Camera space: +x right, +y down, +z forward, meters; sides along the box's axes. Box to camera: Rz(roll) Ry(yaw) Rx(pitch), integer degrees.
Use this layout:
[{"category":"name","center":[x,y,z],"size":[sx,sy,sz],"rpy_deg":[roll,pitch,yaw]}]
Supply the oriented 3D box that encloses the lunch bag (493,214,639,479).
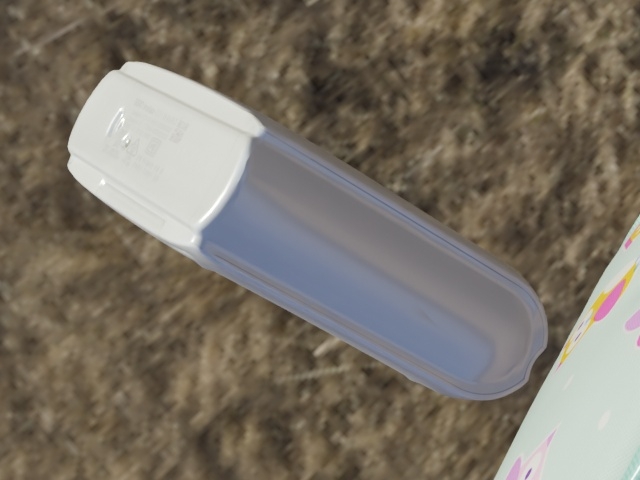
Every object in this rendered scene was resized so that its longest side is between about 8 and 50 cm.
[{"category":"lunch bag","center":[0.125,0.072,0.432],"size":[0.160,0.223,0.262],"rpy_deg":[22,99,7]}]

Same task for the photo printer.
[{"category":"photo printer","center":[0.000,0.000,1.203],"size":[0.307,0.107,0.256],"rpy_deg":[30,179,-32]}]
